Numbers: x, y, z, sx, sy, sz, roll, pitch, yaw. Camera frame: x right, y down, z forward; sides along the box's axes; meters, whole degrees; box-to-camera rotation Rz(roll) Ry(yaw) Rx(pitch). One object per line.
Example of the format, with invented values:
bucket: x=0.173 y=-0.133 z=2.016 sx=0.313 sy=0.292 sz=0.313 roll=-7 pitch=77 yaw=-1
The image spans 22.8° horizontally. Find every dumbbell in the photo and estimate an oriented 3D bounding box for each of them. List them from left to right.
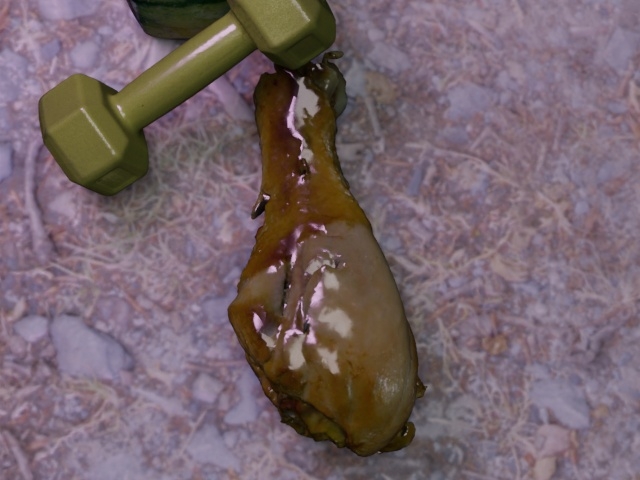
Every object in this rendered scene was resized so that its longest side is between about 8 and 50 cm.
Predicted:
dumbbell: x=-0.130 y=-0.164 z=1.534 sx=0.302 sy=0.121 sz=0.108 roll=-34 pitch=71 yaw=10

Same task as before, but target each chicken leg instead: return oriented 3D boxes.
chicken leg: x=0.000 y=0.000 z=1.559 sx=0.201 sy=0.153 sz=0.429 roll=-2 pitch=73 yaw=-18

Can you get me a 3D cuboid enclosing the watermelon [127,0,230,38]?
watermelon: x=-0.127 y=-0.344 z=1.580 sx=0.213 sy=0.261 sz=0.201 roll=-29 pitch=56 yaw=-6
